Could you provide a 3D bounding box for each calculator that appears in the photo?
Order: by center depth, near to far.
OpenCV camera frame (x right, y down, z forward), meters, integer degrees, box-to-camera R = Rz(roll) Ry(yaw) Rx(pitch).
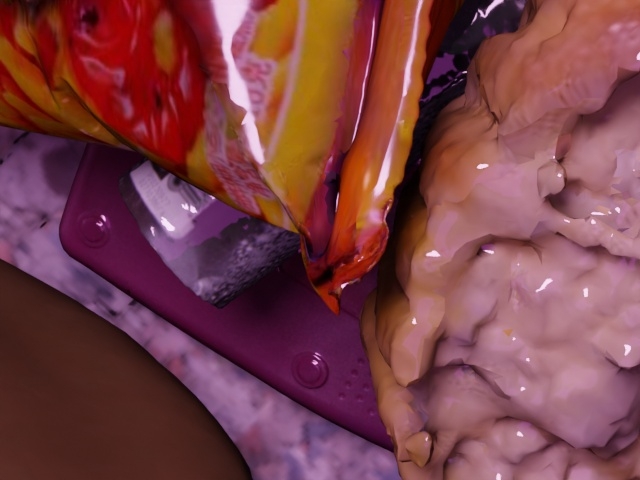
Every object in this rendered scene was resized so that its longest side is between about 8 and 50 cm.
[{"bbox_3d":[0.000,0.000,0.661,0.190,0.034,0.126,30,115,5],"label":"calculator"}]

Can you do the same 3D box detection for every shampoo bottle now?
[{"bbox_3d":[0.029,-0.062,0.594,0.208,0.063,0.057,-39,81,6],"label":"shampoo bottle"}]

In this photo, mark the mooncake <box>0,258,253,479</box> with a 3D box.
[{"bbox_3d":[-0.240,0.143,0.551,0.467,0.467,0.262,25,111,6],"label":"mooncake"}]

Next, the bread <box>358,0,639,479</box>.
[{"bbox_3d":[0.136,0.005,0.543,0.274,0.149,0.274,-9,121,-15],"label":"bread"}]

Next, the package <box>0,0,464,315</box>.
[{"bbox_3d":[-0.045,-0.108,0.553,0.288,0.108,0.223,24,90,37],"label":"package"}]
